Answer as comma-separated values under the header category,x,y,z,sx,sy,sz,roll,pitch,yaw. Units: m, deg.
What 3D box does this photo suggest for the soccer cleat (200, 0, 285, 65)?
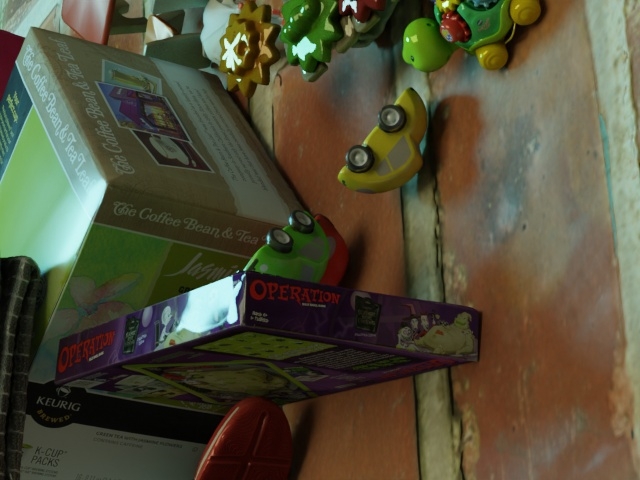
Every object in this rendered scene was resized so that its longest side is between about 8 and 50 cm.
category,x,y,z,sx,sy,sz,roll,pitch,yaw
soccer cleat,-0.073,-0.197,1.877,0.196,0.068,0.076,-141,63,-68

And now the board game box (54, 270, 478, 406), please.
category,x,y,z,sx,sy,sz,roll,pitch,yaw
board game box,-0.054,0.088,1.547,0.347,0.208,0.056,-20,60,57

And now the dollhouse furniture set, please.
category,x,y,z,sx,sy,sz,roll,pitch,yaw
dollhouse furniture set,-0.227,-0.324,1.984,0.262,0.135,0.259,39,129,34

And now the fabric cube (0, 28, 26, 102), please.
category,x,y,z,sx,sy,sz,roll,pitch,yaw
fabric cube,-0.451,-0.143,2.337,0.259,0.258,0.254,16,92,62

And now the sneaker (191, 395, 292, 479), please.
category,x,y,z,sx,sy,sz,roll,pitch,yaw
sneaker,-0.100,0.216,1.695,0.128,0.087,0.221,49,123,57

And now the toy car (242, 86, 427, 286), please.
category,x,y,z,sx,sy,sz,roll,pitch,yaw
toy car,0.000,0.000,1.550,0.239,0.053,0.225,-56,-7,32

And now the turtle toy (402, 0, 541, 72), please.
category,x,y,z,sx,sy,sz,roll,pitch,yaw
turtle toy,0.115,-0.183,1.512,0.130,0.066,0.095,-55,34,34

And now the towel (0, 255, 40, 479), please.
category,x,y,z,sx,sy,sz,roll,pitch,yaw
towel,-0.350,0.142,1.709,0.235,0.121,0.283,-16,68,60

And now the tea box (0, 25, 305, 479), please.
category,x,y,z,sx,sy,sz,roll,pitch,yaw
tea box,-0.205,0.020,1.843,0.323,0.220,0.329,-65,30,23

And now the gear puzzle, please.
category,x,y,z,sx,sy,sz,roll,pitch,yaw
gear puzzle,-0.004,-0.240,1.611,0.339,0.044,0.175,-40,55,44

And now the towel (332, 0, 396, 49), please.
category,x,y,z,sx,sy,sz,roll,pitch,yaw
towel,0.023,-0.394,1.717,0.320,0.090,0.374,-58,40,29
